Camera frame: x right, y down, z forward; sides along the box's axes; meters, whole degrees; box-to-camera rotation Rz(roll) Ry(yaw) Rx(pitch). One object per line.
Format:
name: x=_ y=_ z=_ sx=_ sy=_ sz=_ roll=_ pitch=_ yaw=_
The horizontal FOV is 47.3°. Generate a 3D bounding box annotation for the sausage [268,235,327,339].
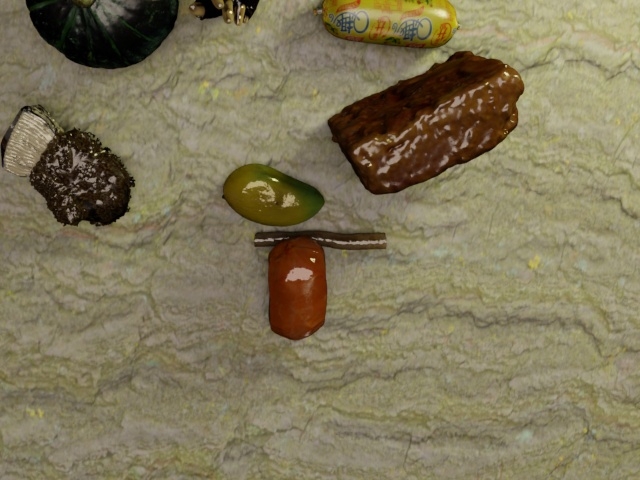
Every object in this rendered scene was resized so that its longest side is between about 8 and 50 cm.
sausage: x=-0.056 y=0.119 z=1.758 sx=0.140 sy=0.153 sz=0.268 roll=1 pitch=119 yaw=-4

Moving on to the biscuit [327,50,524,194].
biscuit: x=0.227 y=-0.260 z=1.615 sx=0.394 sy=0.343 sz=0.166 roll=-25 pitch=110 yaw=2

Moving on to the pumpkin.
pumpkin: x=-0.457 y=-0.510 z=1.523 sx=0.314 sy=0.238 sz=0.316 roll=-1 pitch=108 yaw=-4

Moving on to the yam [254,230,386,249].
yam: x=0.000 y=0.000 z=1.803 sx=0.326 sy=0.045 sz=0.045 roll=0 pitch=138 yaw=-6

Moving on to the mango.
mango: x=-0.115 y=-0.098 z=1.740 sx=0.237 sy=0.091 sz=0.137 roll=24 pitch=106 yaw=-12

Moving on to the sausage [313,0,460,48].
sausage: x=0.155 y=-0.505 z=1.653 sx=0.346 sy=0.123 sz=0.123 roll=3 pitch=103 yaw=-8

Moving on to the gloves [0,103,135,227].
gloves: x=-0.566 y=-0.151 z=1.650 sx=0.312 sy=0.135 sz=0.210 roll=30 pitch=92 yaw=-16

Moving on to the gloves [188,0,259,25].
gloves: x=-0.202 y=-0.519 z=1.567 sx=0.164 sy=0.203 sz=0.124 roll=-17 pitch=107 yaw=-2
